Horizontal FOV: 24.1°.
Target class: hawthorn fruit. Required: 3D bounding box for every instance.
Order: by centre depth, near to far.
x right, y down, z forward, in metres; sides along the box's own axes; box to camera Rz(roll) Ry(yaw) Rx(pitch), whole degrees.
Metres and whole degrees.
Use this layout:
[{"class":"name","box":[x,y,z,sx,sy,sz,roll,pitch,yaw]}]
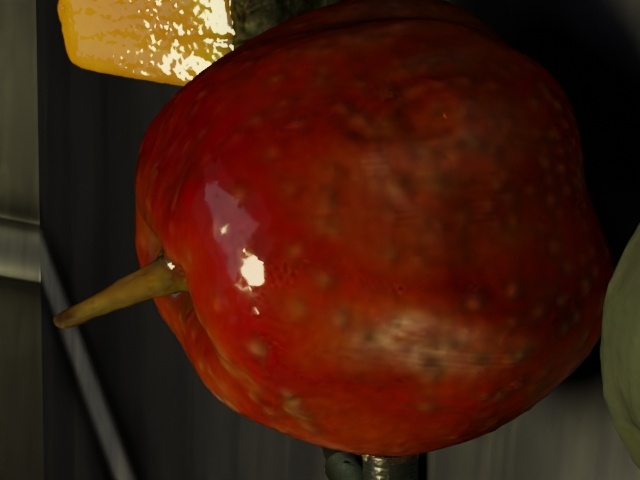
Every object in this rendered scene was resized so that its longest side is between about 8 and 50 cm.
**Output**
[{"class":"hawthorn fruit","box":[0.000,0.000,0.900,0.287,0.330,0.287,164,90,-75]}]

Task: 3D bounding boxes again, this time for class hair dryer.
[{"class":"hair dryer","box":[0.035,0.236,1.256,0.195,0.050,0.173,-153,63,-72]}]

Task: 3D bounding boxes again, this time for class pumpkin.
[{"class":"pumpkin","box":[-0.106,-0.255,1.254,0.303,0.256,0.225,-92,2,-72]}]

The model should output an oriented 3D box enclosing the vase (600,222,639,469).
[{"class":"vase","box":[0.217,0.076,0.470,0.291,0.245,0.245,-123,35,-61]}]
